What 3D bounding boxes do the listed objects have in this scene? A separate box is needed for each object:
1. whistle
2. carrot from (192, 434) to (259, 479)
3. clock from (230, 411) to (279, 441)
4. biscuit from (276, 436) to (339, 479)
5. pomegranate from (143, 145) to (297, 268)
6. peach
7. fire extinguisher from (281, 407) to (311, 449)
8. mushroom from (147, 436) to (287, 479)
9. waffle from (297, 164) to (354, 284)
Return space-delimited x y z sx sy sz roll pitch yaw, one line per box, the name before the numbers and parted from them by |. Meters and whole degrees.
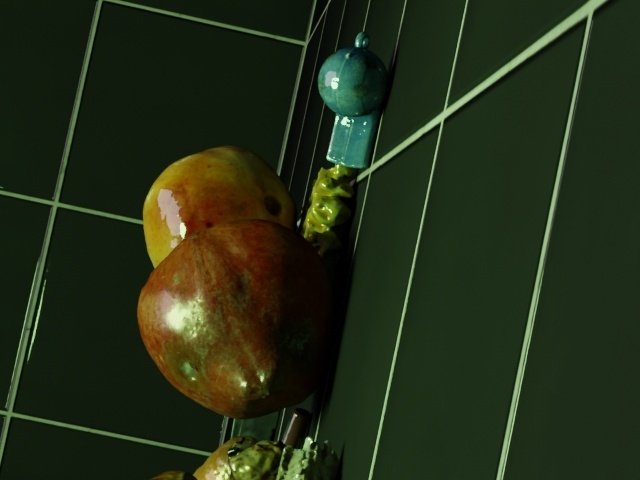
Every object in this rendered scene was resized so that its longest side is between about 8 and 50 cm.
whistle | 0.035 -0.166 1.935 0.090 0.090 0.158 -148 70 -85
carrot | -0.137 0.376 2.307 0.159 0.159 0.225 -90 23 -68
clock | -0.094 0.235 2.608 0.280 0.055 0.281 -168 90 -86
biscuit | -0.033 0.320 1.642 0.108 0.061 0.239 -89 13 -67
pomegranate | -0.129 -0.016 2.126 0.209 0.209 0.209 -168 90 -85
peach | -0.090 0.101 1.929 0.257 0.232 0.232 -107 28 -64
fire extinguisher | -0.037 0.249 2.033 0.046 0.032 0.100 -118 46 -66
mushroom | -0.130 0.384 1.947 0.254 0.267 0.267 -24 46 41
waffle | 0.000 0.000 2.102 0.211 0.055 0.160 116 166 -67
